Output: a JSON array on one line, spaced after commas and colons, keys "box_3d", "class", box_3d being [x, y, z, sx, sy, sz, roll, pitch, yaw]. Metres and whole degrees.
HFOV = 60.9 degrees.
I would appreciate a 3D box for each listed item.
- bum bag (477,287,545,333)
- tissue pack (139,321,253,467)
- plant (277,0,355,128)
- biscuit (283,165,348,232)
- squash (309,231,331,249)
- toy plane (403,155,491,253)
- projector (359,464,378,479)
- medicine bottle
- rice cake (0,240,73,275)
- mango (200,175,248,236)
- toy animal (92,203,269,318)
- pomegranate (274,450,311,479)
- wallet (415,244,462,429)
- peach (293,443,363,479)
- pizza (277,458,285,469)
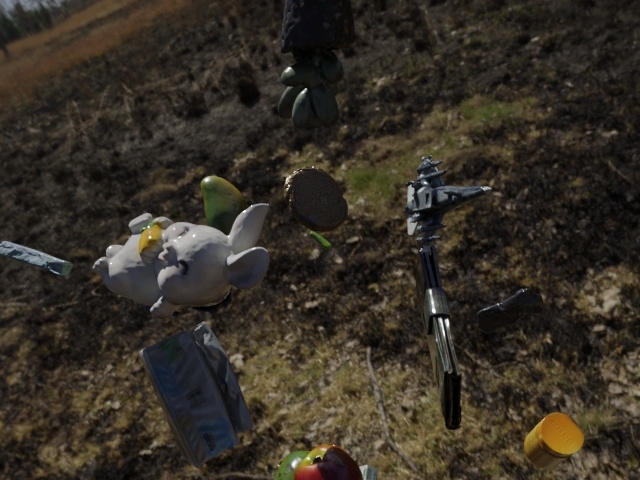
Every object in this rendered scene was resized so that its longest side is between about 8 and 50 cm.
[{"box_3d": [0.536, 0.199, 1.554, 0.197, 0.087, 0.049, -30, 23, 19], "class": "bum bag"}, {"box_3d": [-0.232, 0.285, 1.039, 0.145, 0.230, 0.159, -23, -6, -25], "class": "tissue pack"}, {"box_3d": [-0.011, -0.370, 1.125, 0.146, 0.275, 0.149, 23, 24, 39], "class": "plant"}, {"box_3d": [-0.014, -0.124, 1.644, 0.042, 0.226, 0.226, -33, 18, 50], "class": "biscuit"}, {"box_3d": [0.001, -0.001, 1.760, 0.089, 0.027, 0.027, 41, 68, 15], "class": "squash"}, {"box_3d": [0.176, -0.062, 0.839, 0.082, 0.160, 0.234, 3, -5, -8], "class": "toy plane"}, {"box_3d": [0.129, 0.839, 1.857, 0.147, 0.061, 0.115, -47, 21, 48], "class": "projector"}, {"box_3d": [0.560, 0.488, 1.318, 0.096, 0.192, 0.096, -3, 58, 5], "class": "medicine bottle"}, {"box_3d": [-0.558, 0.033, 1.055, 0.180, 0.042, 0.030, 14, 82, 23], "class": "rice cake"}, {"box_3d": [-0.246, -0.082, 1.440, 0.122, 0.191, 0.085, -3, -14, -36], "class": "mango"}, {"box_3d": [-0.234, 0.035, 0.955, 0.325, 0.154, 0.209, -14, 44, 7], "class": "toy animal"}, {"box_3d": [-0.062, 0.749, 1.698, 0.181, 0.181, 0.224, -47, 0, -28], "class": "pomegranate"}, {"box_3d": [0.216, 0.168, 1.016, 0.044, 0.169, 0.317, -6, 40, 5], "class": "wallet"}, {"box_3d": [0.028, 0.635, 1.388, 0.197, 0.197, 0.197, -22, 31, 14], "class": "peach"}, {"box_3d": [-0.120, 0.878, 2.042, 0.026, 0.123, 0.109, -23, 52, 18], "class": "pizza"}]
